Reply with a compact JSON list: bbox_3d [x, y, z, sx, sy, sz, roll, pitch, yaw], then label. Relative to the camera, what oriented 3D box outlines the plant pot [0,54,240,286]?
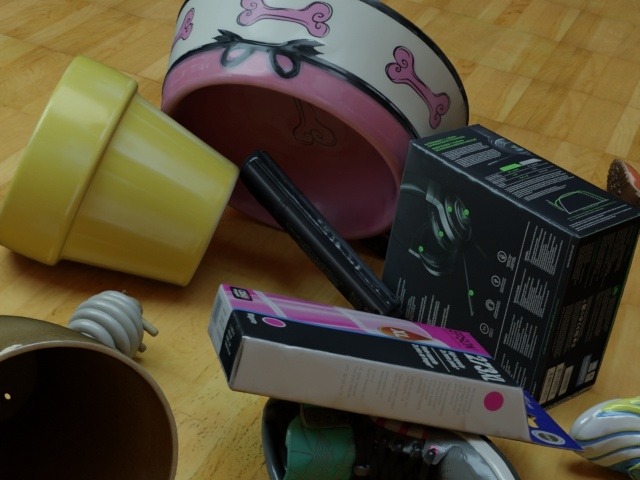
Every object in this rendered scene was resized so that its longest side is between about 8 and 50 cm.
[{"bbox_3d":[-0.239,-0.063,1.719,0.239,0.254,0.254,25,27,-6],"label":"plant pot"}]

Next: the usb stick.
[{"bbox_3d":[0.000,0.000,1.732,0.045,0.077,0.278,-38,79,-17],"label":"usb stick"}]

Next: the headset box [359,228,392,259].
[{"bbox_3d":[0.098,-0.005,1.925,0.083,0.032,0.062,-14,36,-37],"label":"headset box"}]

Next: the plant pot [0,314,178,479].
[{"bbox_3d":[-0.288,0.167,1.307,0.237,0.237,0.254,-5,16,-27],"label":"plant pot"}]

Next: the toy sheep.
[{"bbox_3d":[-0.238,0.104,1.554,0.091,0.091,0.132,19,34,15],"label":"toy sheep"}]

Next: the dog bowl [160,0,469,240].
[{"bbox_3d":[-0.024,-0.154,1.813,0.408,0.408,0.150,17,61,11],"label":"dog bowl"}]

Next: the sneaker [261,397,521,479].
[{"bbox_3d":[0.045,0.217,1.393,0.178,0.123,0.295,-9,26,-42],"label":"sneaker"}]

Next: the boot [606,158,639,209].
[{"bbox_3d":[0.498,-0.068,2.166,0.085,0.059,0.158,3,37,-20],"label":"boot"}]

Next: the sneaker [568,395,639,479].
[{"bbox_3d":[0.392,0.239,1.516,0.240,0.091,0.126,5,29,-12],"label":"sneaker"}]

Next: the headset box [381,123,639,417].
[{"bbox_3d":[0.210,0.025,1.686,0.131,0.246,0.283,-18,38,-41],"label":"headset box"}]

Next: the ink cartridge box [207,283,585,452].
[{"bbox_3d":[0.077,0.130,1.428,0.371,0.069,0.176,14,11,-15],"label":"ink cartridge box"}]
